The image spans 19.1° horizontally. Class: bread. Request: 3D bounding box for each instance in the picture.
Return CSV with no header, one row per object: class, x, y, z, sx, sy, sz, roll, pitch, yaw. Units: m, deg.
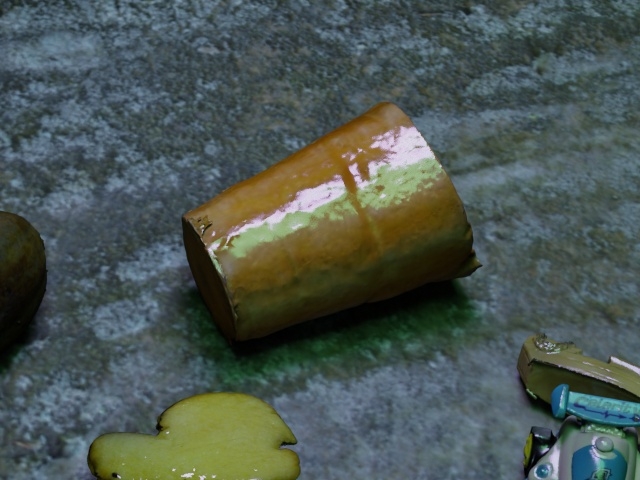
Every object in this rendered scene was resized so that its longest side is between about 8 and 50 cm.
bread,-0.112,0.196,1.690,0.188,0.065,0.149,-3,35,-6

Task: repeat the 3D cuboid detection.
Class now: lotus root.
lotus root,-0.341,0.061,1.748,0.123,0.124,0.241,18,46,33

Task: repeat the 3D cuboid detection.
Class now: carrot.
carrot,0.000,0.000,1.843,0.254,0.196,0.196,-26,52,-15

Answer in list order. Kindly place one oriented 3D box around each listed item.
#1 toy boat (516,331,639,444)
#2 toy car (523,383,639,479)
toy boat,0.281,0.145,1.785,0.206,0.064,0.072,24,31,20
toy car,0.241,0.213,1.683,0.126,0.098,0.161,10,43,6
